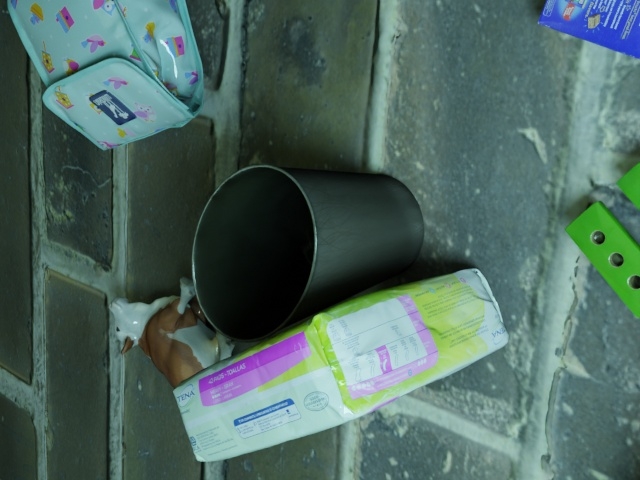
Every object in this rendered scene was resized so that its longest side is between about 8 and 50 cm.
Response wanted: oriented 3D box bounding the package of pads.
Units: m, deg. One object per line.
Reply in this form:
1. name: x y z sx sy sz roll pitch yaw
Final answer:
1. package of pads: 0.033 0.123 0.806 0.229 0.297 0.101 -30 78 40

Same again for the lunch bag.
1. lunch bag: -0.292 -0.268 1.103 0.223 0.160 0.262 -12 102 38

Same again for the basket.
1. basket: 0.000 0.000 0.857 0.154 0.227 0.204 50 125 22

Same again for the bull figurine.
1. bull figurine: -0.187 0.152 1.129 0.310 0.101 0.188 42 121 27

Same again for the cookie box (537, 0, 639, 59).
1. cookie box: 0.268 -0.223 0.707 0.107 0.040 0.091 33 118 32

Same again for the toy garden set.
1. toy garden set: 0.369 -0.012 0.662 0.244 0.049 0.203 -49 66 34
